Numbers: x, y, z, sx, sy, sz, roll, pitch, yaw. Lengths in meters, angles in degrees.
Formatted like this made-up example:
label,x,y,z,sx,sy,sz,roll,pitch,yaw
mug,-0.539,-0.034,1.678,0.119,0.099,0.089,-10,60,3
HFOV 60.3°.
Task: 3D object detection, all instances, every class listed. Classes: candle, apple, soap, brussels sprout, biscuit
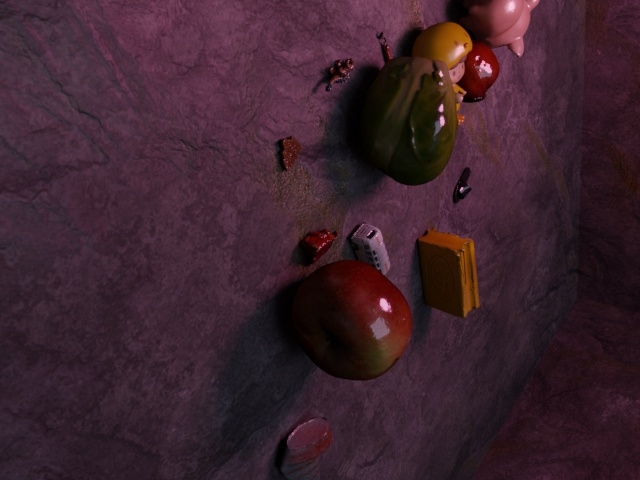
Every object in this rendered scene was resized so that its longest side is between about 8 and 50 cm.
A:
label,x,y,z,sx,sy,sz,roll,pitch,yaw
candle,0.208,-0.560,1.687,0.026,0.021,0.167,-76,149,-44
apple,0.088,0.219,1.540,0.277,0.348,0.348,-42,131,-43
soap,0.484,0.125,2.092,0.096,0.204,0.324,-36,126,-35
brussels sprout,0.267,-0.346,1.622,0.315,0.276,0.371,-27,121,-47
biscuit,-0.081,-0.227,1.443,0.082,0.016,0.092,2,101,-56

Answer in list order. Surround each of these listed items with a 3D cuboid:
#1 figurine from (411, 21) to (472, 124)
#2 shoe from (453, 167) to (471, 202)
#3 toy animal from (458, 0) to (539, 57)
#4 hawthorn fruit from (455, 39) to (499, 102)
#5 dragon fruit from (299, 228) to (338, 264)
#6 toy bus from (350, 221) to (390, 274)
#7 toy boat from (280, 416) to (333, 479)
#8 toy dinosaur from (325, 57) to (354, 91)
label,x,y,z,sx,sy,sz,roll,pitch,yaw
figurine,0.400,-0.530,1.804,0.215,0.187,0.343,-44,136,-40
shoe,0.587,-0.224,2.228,0.062,0.053,0.159,45,64,-51
toy animal,0.630,-0.799,1.948,0.326,0.269,0.237,-84,-171,-78
hawthorn fruit,0.514,-0.612,1.935,0.189,0.189,0.251,-49,115,-29
dragon fruit,-0.003,-0.002,1.593,0.131,0.063,0.097,-44,167,-28
toy bus,0.166,0.040,1.769,0.087,0.089,0.194,-47,135,-30
toy boat,-0.044,0.702,1.747,0.206,0.096,0.282,-28,135,-35
toy dinosaur,0.052,-0.456,1.508,0.154,0.049,0.055,-55,140,-31
